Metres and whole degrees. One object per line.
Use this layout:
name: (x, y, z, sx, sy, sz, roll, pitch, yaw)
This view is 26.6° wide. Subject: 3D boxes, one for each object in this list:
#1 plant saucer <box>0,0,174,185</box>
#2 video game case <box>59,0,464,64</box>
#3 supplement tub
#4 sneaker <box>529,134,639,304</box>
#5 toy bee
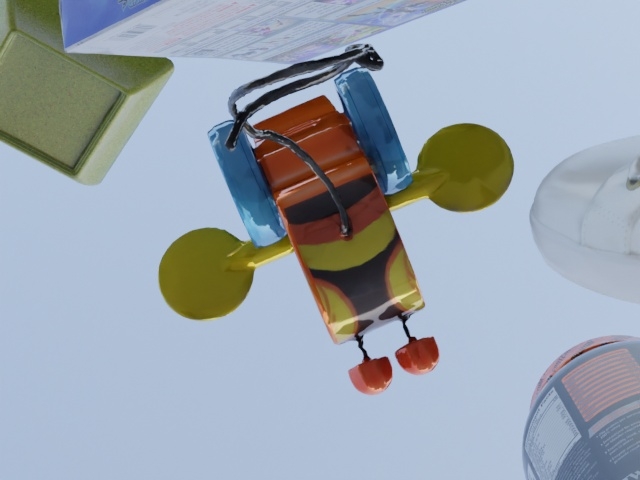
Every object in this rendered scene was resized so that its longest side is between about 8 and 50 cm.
plant saucer: (-0.272, -0.147, 1.364, 0.188, 0.188, 0.045, 29, -145, -16)
video game case: (-0.035, -0.203, 1.075, 0.244, 0.269, 0.061, -2, -97, -41)
supplement tub: (0.289, 0.214, 1.147, 0.207, 0.207, 0.338, 20, -165, -8)
sneaker: (0.179, -0.050, 0.456, 0.106, 0.290, 0.123, -38, -70, -35)
toy bee: (0.000, 0.000, 0.717, 0.162, 0.195, 0.298, 69, -159, -3)
